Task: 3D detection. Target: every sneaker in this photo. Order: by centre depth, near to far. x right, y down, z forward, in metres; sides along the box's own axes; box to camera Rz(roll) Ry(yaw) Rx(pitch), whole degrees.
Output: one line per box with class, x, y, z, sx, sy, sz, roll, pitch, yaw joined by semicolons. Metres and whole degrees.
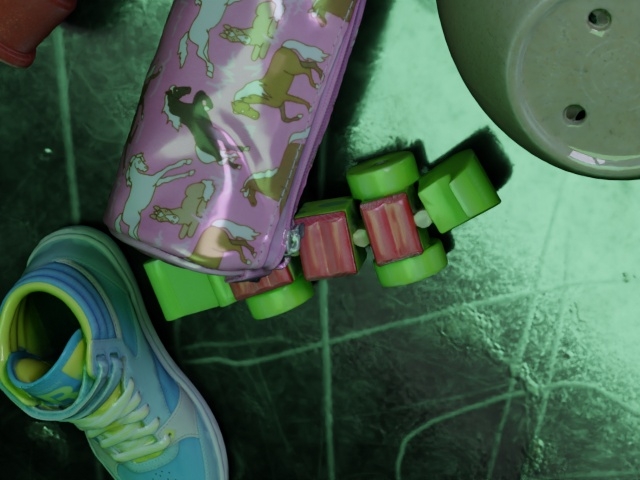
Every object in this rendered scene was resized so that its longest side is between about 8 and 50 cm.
sneaker;-0.201;0.155;1.688;0.127;0.208;0.319;-27;98;15

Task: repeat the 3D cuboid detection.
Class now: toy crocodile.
toy crocodile;0.000;0.000;1.663;0.340;0.105;0.115;-14;101;14

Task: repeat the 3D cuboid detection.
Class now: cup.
cup;0.241;-0.176;1.464;0.331;0.237;0.331;5;121;8

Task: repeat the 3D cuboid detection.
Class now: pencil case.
pencil case;-0.051;-0.157;1.565;0.167;0.160;0.386;18;91;-22

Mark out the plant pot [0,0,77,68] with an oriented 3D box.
plant pot;-0.234;-0.333;1.555;0.265;0.272;0.272;-37;95;10
